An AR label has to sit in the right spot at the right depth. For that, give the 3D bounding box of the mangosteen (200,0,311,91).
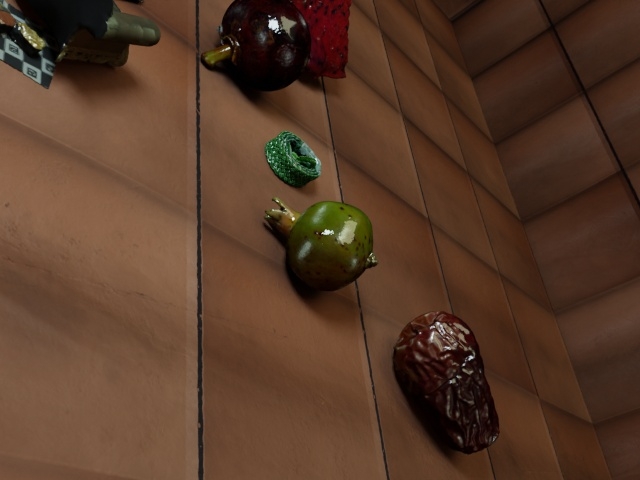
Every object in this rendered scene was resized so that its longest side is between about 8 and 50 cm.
[{"bbox_3d":[-0.157,-0.461,1.561,0.261,0.235,0.236,-25,84,-27],"label":"mangosteen"}]

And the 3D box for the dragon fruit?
[{"bbox_3d":[-0.044,-0.625,1.841,0.302,0.240,0.330,46,19,13],"label":"dragon fruit"}]

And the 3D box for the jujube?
[{"bbox_3d":[0.305,0.336,1.569,0.342,0.216,0.216,62,28,-8],"label":"jujube"}]

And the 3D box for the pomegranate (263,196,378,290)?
[{"bbox_3d":[0.001,-0.008,1.395,0.246,0.198,0.198,45,32,-17],"label":"pomegranate"}]

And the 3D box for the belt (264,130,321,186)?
[{"bbox_3d":[-0.056,-0.196,1.588,0.151,0.079,0.121,35,37,-39],"label":"belt"}]

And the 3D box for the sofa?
[{"bbox_3d":[-0.398,-0.441,1.141,0.258,0.182,0.200,58,18,0],"label":"sofa"}]

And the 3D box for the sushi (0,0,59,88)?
[{"bbox_3d":[-0.503,-0.349,1.077,0.201,0.031,0.139,32,39,-40],"label":"sushi"}]
